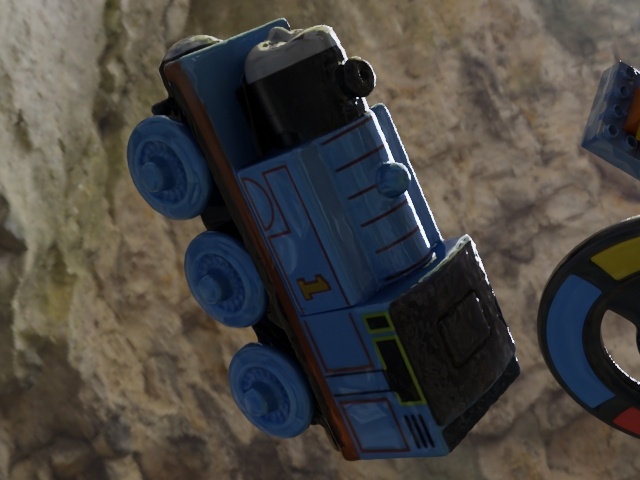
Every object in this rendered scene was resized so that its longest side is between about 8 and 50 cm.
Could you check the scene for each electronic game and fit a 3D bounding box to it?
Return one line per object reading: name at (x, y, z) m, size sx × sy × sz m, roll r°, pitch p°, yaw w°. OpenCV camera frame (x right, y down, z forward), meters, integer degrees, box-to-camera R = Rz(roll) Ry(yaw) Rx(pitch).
electronic game at (0.265, 0.070, 0.679) m, size 0.229 × 0.229 × 0.048 m, roll -9°, pitch -144°, yaw 29°

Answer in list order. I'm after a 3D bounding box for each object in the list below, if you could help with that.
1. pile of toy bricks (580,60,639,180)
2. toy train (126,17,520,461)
pile of toy bricks at (0.164, -0.104, 0.316) m, size 0.105 × 0.118 × 0.212 m, roll -33°, pitch -148°, yaw 64°
toy train at (0.000, 0.000, 0.384) m, size 0.105 × 0.184 × 0.080 m, roll -15°, pitch -167°, yaw 41°
